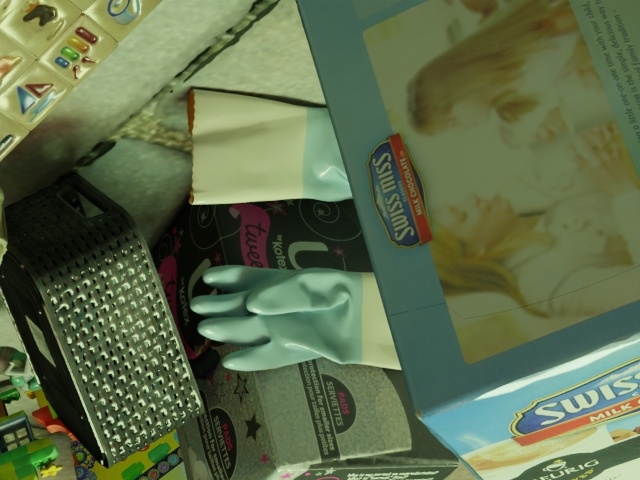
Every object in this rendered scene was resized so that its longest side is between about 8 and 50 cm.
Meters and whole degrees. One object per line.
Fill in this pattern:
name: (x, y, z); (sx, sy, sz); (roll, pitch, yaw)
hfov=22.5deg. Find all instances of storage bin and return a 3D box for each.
storage bin: (-0.166, 0.057, 1.156); (0.084, 0.122, 0.180); (-29, 123, -20)

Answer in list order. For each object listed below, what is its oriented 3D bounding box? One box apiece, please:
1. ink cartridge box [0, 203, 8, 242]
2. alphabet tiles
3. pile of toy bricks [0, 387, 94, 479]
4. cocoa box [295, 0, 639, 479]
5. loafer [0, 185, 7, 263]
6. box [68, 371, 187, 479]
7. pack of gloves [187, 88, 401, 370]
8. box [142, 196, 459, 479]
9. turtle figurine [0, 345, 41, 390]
ink cartridge box: (-0.358, -0.007, 1.067); (0.235, 0.088, 0.193); (-30, 147, 23)
alphabet tiles: (-0.229, -0.107, 0.934); (0.237, 0.009, 0.198); (-43, 144, 6)
pile of toy bricks: (-0.280, 0.188, 1.406); (0.212, 0.105, 0.118); (-23, 153, -3)
cocoa box: (0.146, -0.049, 0.963); (0.231, 0.347, 0.228); (-22, 150, 12)
loafer: (-0.259, 0.051, 1.017); (0.102, 0.092, 0.268); (-11, 157, -36)
box: (-0.101, 0.302, 1.543); (0.177, 0.279, 0.290); (-17, 151, 2)
pack of gloves: (0.000, 0.000, 1.175); (0.232, 0.195, 0.046); (4, 174, -31)
box: (-0.023, 0.091, 1.235); (0.163, 0.247, 0.142); (3, 146, -31)
turtle figurine: (-0.305, 0.108, 1.261); (0.175, 0.118, 0.234); (-8, 131, -36)
